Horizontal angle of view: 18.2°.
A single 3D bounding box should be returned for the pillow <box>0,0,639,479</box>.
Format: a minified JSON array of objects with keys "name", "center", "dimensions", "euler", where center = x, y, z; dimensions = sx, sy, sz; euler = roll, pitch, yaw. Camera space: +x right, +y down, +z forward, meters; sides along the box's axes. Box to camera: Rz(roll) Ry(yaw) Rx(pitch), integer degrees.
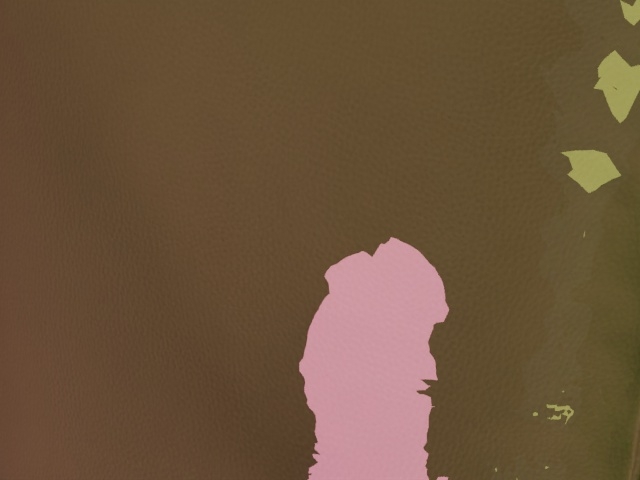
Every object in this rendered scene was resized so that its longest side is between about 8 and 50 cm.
[{"name":"pillow","center":[0.000,0.000,0.562],"dimensions":[0.255,0.120,0.322],"euler":[20,121,29]}]
